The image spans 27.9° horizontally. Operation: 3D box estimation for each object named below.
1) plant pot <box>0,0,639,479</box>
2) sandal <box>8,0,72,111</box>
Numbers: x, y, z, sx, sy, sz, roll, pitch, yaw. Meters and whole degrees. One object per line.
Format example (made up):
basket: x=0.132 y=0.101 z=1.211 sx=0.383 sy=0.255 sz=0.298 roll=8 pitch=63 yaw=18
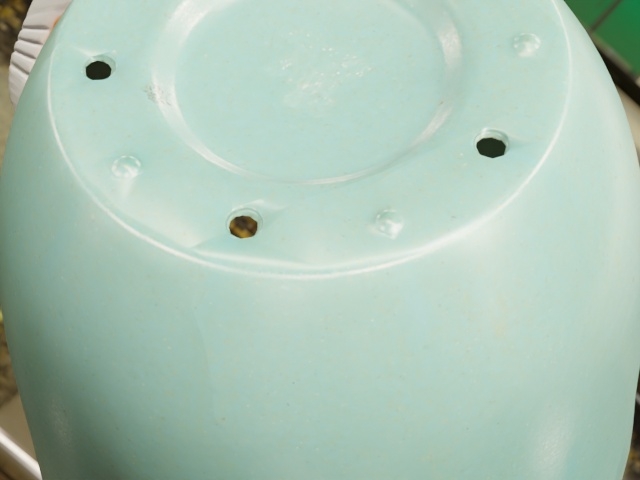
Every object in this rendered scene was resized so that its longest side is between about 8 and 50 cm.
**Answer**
plant pot: x=0.000 y=0.000 z=0.536 sx=0.293 sy=0.293 sz=0.235 roll=54 pitch=-17 yaw=31
sandal: x=-0.158 y=-0.188 z=0.996 sx=0.076 sy=0.265 sz=0.102 roll=-2 pitch=38 yaw=-48
